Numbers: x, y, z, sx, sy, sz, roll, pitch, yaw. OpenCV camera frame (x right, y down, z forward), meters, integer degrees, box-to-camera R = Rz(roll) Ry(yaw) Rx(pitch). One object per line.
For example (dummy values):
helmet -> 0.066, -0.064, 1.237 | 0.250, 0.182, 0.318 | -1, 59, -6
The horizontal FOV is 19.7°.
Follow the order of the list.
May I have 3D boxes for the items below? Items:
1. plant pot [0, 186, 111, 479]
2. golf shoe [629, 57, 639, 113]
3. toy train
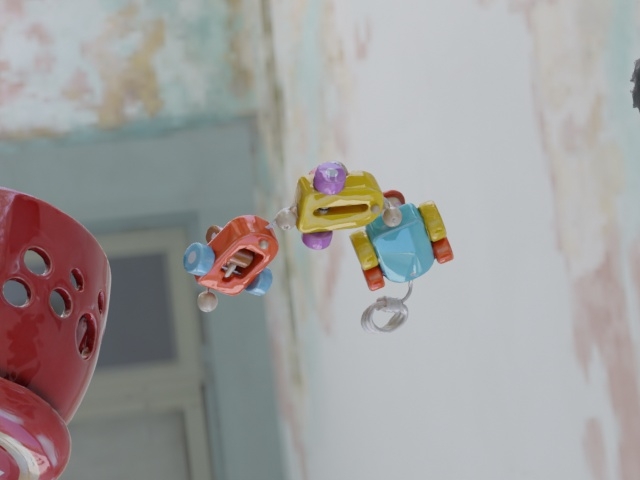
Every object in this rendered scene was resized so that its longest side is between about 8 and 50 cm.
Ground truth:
plant pot -> -0.245, 0.080, 1.273 | 0.191, 0.191, 0.174 | 98, -5, -51
golf shoe -> 0.290, -0.032, 1.014 | 0.273, 0.105, 0.120 | 44, -13, 13
toy train -> 0.000, 0.000, 1.137 | 0.125, 0.166, 0.046 | -50, -137, 28
